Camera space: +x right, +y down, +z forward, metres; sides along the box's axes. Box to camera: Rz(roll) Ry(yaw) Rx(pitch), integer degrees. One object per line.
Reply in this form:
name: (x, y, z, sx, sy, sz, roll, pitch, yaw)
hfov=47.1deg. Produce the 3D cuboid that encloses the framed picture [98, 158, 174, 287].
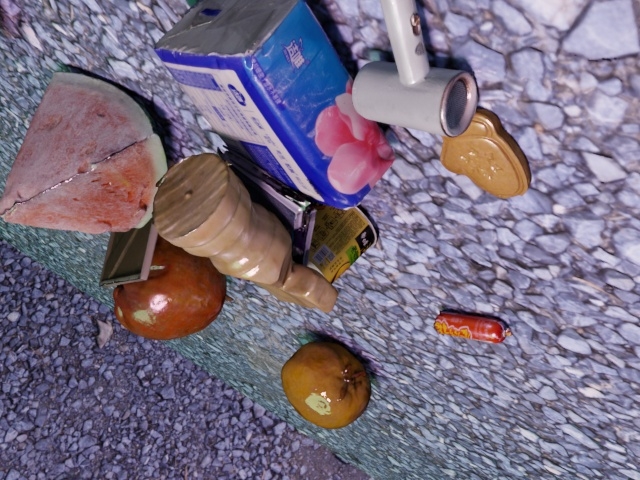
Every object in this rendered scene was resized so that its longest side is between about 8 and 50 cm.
framed picture: (-0.399, -0.026, 1.570, 0.022, 0.247, 0.335, 16, 166, -27)

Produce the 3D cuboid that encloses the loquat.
loquat: (0.013, 0.349, 1.769, 0.238, 0.193, 0.238, 32, 151, 20)

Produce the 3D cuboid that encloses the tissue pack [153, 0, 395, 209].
tissue pack: (-0.051, -0.179, 0.935, 0.209, 0.137, 0.270, 15, 153, 43)

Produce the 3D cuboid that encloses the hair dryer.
hair dryer: (0.078, -0.216, 0.770, 0.131, 0.073, 0.236, 19, 149, 36)

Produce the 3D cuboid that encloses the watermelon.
watermelon: (-0.448, -0.149, 1.370, 0.250, 0.292, 0.283, -117, 26, -44)

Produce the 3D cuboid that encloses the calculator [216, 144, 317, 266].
calculator: (-0.085, -0.031, 1.085, 0.165, 0.028, 0.274, 35, 158, 10)

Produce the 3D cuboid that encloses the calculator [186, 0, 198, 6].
calculator: (-0.179, -0.352, 0.917, 0.094, 0.019, 0.141, 36, 157, 6)

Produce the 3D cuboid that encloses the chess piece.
chess piece: (-0.092, 0.014, 1.013, 0.137, 0.137, 0.301, 14, 159, 40)

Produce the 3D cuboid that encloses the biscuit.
biscuit: (0.190, -0.100, 0.888, 0.140, 0.023, 0.118, 45, 154, -22)

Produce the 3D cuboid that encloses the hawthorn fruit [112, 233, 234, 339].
hawthorn fruit: (-0.332, 0.105, 1.723, 0.298, 0.277, 0.277, 15, 168, -29)

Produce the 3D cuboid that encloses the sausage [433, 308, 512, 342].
sausage: (0.261, 0.150, 1.240, 0.145, 0.048, 0.050, 5, 104, 48)

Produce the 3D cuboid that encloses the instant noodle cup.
instant noodle cup: (0.000, 0.000, 1.210, 0.151, 0.122, 0.151, 33, 155, 18)
